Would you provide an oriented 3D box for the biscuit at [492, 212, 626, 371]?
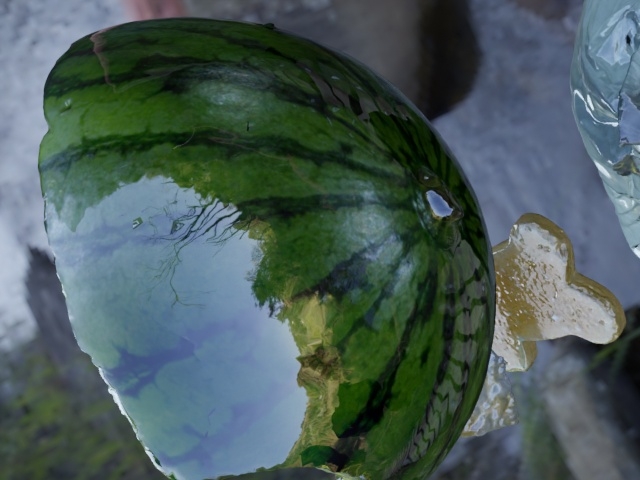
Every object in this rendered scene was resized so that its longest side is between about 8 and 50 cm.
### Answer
[{"bbox_3d":[0.150,0.050,1.730,0.234,0.030,0.153,-24,106,47],"label":"biscuit"}]

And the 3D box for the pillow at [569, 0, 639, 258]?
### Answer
[{"bbox_3d":[0.249,-0.148,1.286,0.138,0.310,0.283,15,163,14],"label":"pillow"}]

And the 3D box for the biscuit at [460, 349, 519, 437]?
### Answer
[{"bbox_3d":[0.071,0.069,1.665,0.038,0.141,0.290,42,157,58],"label":"biscuit"}]

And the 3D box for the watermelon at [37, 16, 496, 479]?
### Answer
[{"bbox_3d":[0.000,0.000,1.128,0.189,0.331,0.330,-19,99,17],"label":"watermelon"}]
